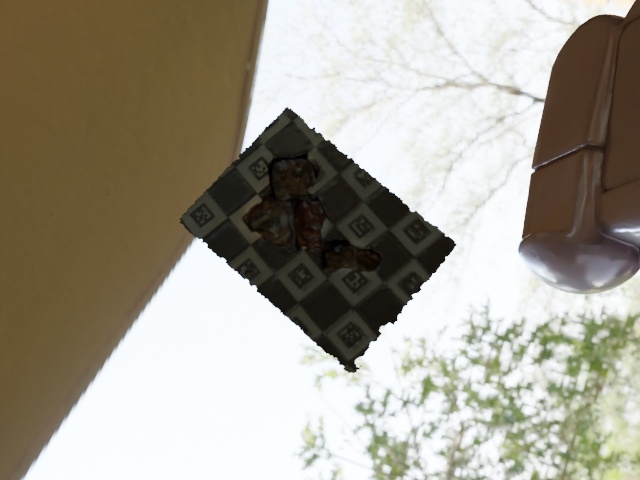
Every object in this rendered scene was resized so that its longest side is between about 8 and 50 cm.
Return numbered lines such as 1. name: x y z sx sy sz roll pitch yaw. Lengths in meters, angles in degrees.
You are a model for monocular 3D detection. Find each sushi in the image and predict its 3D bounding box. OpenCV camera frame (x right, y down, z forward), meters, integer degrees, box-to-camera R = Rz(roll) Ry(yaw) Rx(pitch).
1. sushi: 0.000 0.000 0.826 0.139 0.201 0.031 -47 -17 -7

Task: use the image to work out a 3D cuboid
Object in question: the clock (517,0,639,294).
1. clock: 0.304 -0.021 0.447 0.342 0.326 0.184 -18 51 69
